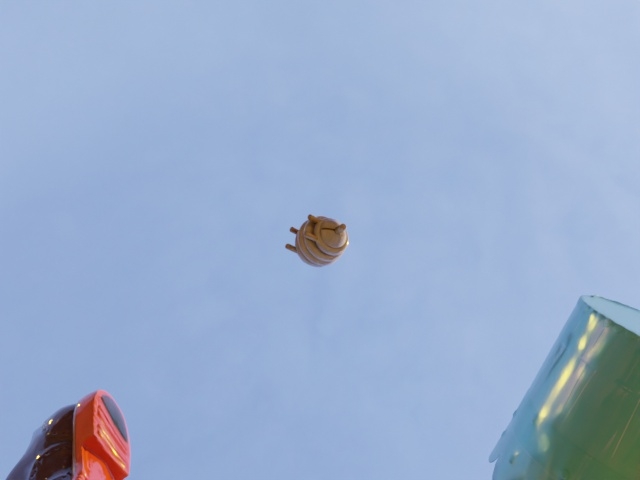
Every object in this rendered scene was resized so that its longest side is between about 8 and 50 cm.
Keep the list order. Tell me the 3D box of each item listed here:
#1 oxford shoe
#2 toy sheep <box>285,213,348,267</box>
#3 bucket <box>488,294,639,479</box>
[{"bbox_3d":[-0.236,0.252,0.669,0.099,0.096,0.271,-23,-155,2],"label":"oxford shoe"},{"bbox_3d":[0.000,0.000,1.209,0.091,0.132,0.091,10,-111,-29],"label":"toy sheep"},{"bbox_3d":[0.309,0.181,0.661,0.281,0.281,0.183,26,-78,19],"label":"bucket"}]
